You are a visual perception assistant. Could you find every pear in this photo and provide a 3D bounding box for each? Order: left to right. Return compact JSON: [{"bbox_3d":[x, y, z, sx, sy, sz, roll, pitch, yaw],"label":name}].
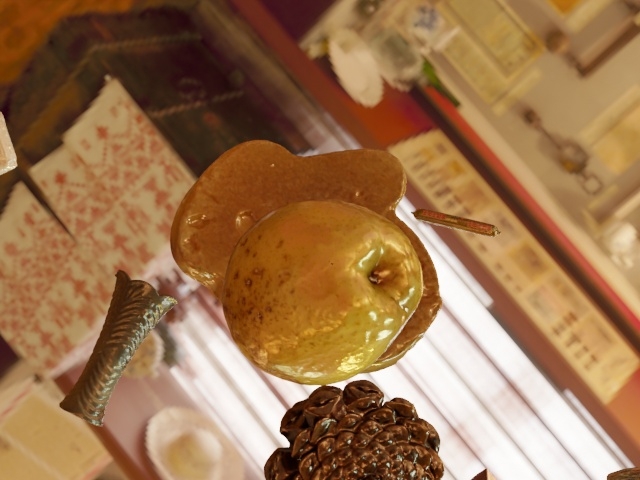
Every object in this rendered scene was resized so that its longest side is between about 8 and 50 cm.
[{"bbox_3d":[0.005,0.044,1.070,0.178,0.178,0.178,-39,171,-7],"label":"pear"}]

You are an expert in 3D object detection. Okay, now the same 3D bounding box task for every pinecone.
[{"bbox_3d":[0.029,0.252,1.342,0.208,0.208,0.208,-39,171,-7],"label":"pinecone"}]

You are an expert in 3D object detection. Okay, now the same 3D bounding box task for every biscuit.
[{"bbox_3d":[0.000,0.001,1.518,0.287,0.344,0.057,-57,177,-21],"label":"biscuit"}]

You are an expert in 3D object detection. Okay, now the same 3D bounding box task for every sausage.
[{"bbox_3d":[0.146,-0.019,1.317,0.015,0.100,0.015,14,90,-77],"label":"sausage"}]

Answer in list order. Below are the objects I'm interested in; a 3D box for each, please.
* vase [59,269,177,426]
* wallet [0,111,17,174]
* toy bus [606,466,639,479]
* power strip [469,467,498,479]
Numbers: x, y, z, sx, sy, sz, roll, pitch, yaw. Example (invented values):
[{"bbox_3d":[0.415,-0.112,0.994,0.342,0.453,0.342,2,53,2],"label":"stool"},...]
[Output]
[{"bbox_3d":[-0.333,0.176,1.955,0.237,0.115,0.115,-62,174,-8],"label":"vase"},{"bbox_3d":[-0.500,-0.110,1.664,0.190,0.095,0.033,-20,173,26],"label":"wallet"},{"bbox_3d":[0.375,0.356,1.419,0.057,0.172,0.072,-10,-174,-10],"label":"toy bus"},{"bbox_3d":[0.027,0.262,0.858,0.279,0.037,0.109,-39,-178,11],"label":"power strip"}]
